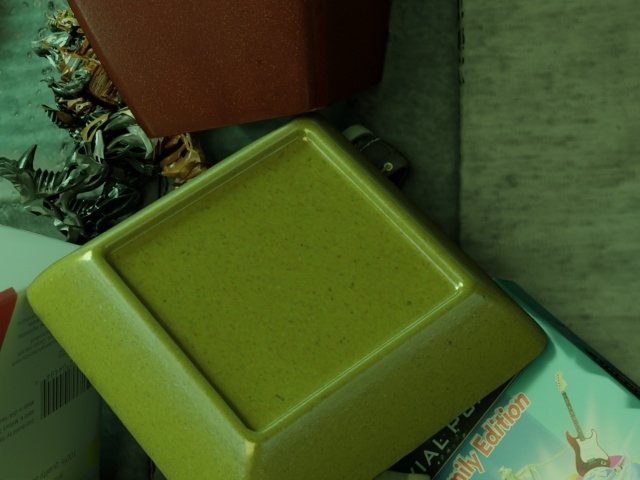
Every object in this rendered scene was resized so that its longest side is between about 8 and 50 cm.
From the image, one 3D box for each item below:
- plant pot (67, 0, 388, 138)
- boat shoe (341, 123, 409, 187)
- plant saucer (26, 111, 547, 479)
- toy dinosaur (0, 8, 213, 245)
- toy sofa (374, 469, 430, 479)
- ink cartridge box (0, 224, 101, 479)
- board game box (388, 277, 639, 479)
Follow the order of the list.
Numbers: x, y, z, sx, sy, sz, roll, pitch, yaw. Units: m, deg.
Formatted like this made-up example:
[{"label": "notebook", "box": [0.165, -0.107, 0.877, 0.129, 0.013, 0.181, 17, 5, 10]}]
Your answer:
[{"label": "plant pot", "box": [-0.072, -0.234, 1.266, 0.267, 0.267, 0.236, -8, 101, 22]}, {"label": "boat shoe", "box": [0.000, 0.000, 1.302, 0.068, 0.081, 0.228, 35, 97, 26]}, {"label": "plant saucer", "box": [-0.031, 0.045, 1.136, 0.332, 0.081, 0.333, -33, 61, -21]}, {"label": "toy dinosaur", "box": [-0.204, -0.099, 1.370, 0.218, 0.164, 0.322, -41, 49, -2]}, {"label": "toy sofa", "box": [-0.062, 0.295, 1.233, 0.362, 0.177, 0.150, -12, 68, 36]}, {"label": "ink cartridge box", "box": [-0.344, 0.208, 1.262, 0.160, 0.279, 0.385, 13, 112, 23]}, {"label": "board game box", "box": [0.209, 0.236, 1.195, 0.336, 0.079, 0.254, 41, 101, 20]}]
